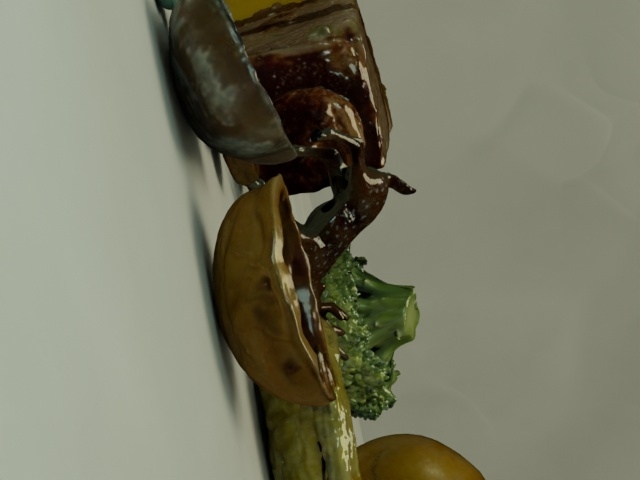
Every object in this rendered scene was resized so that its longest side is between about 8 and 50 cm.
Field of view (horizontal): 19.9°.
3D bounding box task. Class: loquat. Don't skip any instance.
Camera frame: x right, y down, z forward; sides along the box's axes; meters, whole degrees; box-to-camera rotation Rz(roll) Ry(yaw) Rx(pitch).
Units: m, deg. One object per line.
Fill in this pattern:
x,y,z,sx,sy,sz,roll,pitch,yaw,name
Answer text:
0.109,0.352,2.266,0.235,0.235,0.235,-12,90,-88,loquat

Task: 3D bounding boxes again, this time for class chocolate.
-0.093,-0.139,1.669,0.254,0.080,0.157,56,9,-87,chocolate

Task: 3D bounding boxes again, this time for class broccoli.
0.036,0.104,2.348,0.198,0.176,0.226,37,74,-76,broccoli

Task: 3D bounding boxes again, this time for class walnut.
-0.050,0.052,1.621,0.167,0.087,0.211,38,38,-76,walnut

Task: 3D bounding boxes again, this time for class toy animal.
0.006,0.011,2.108,0.260,0.243,0.087,43,8,-38,toy animal

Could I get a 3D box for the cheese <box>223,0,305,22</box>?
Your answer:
-0.054,-0.326,2.387,0.093,0.171,0.126,71,8,-69,cheese

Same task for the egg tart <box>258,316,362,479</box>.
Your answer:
-0.009,0.211,1.858,0.279,0.095,0.279,172,-90,-88,egg tart

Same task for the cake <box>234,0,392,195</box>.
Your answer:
-0.026,-0.173,2.209,0.293,0.196,0.199,-78,155,-72,cake

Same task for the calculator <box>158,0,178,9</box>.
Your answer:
-0.147,-0.265,1.666,0.095,0.021,0.153,-97,175,-59,calculator

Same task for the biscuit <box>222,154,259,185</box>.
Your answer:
-0.113,-0.192,1.893,0.208,0.041,0.290,-99,175,-62,biscuit
